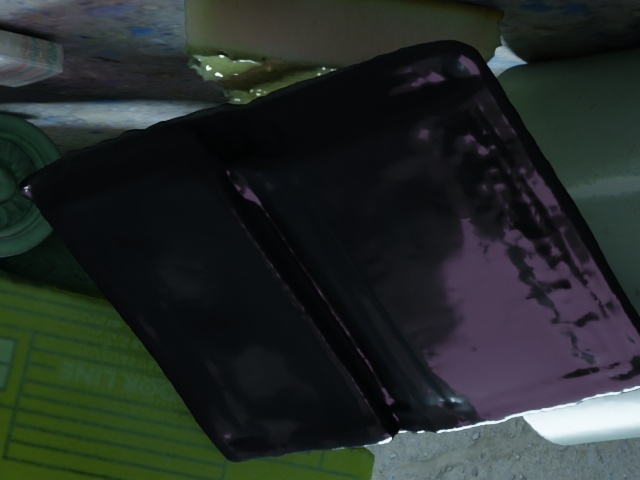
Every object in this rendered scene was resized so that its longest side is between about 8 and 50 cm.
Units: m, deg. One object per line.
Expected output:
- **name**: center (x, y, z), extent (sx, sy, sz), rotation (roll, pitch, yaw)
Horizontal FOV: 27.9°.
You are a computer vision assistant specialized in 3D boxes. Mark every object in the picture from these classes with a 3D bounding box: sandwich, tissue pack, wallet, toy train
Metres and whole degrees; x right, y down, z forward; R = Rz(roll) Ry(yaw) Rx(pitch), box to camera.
- **sandwich**: center (0.023, -0.104, 0.726), extent (0.163, 0.058, 0.193), rotation (-5, 170, 10)
- **tissue pack**: center (-0.208, -0.110, 0.744), extent (0.056, 0.023, 0.108), rotation (-7, 171, 40)
- **wallet**: center (0.002, 0.020, 0.738), extent (0.323, 0.247, 0.041), rotation (-17, -153, 34)
- **toy train**: center (-0.137, 0.070, 0.935), extent (0.442, 0.272, 0.179), rotation (14, 175, -12)

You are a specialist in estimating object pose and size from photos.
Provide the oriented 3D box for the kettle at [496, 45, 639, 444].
- **kettle**: center (0.331, 0.018, 0.787), extent (0.377, 0.250, 0.361), rotation (-9, 136, 32)
